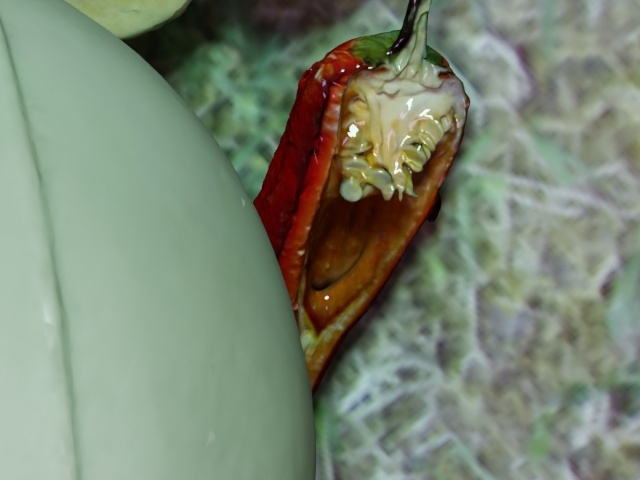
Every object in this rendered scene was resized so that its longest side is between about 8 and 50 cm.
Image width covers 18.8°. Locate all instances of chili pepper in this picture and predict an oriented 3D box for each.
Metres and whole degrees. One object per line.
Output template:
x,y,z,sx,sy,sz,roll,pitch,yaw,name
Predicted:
0.000,0.000,0.668,0.050,0.059,0.268,56,134,43,chili pepper

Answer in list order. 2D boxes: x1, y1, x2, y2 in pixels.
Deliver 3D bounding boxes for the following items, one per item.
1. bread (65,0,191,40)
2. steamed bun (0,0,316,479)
-0.081,-0.157,0.598,0.251,0.039,0.182,22,122,-15,bread
-0.166,0.079,0.603,0.334,0.334,0.374,42,141,2,steamed bun
